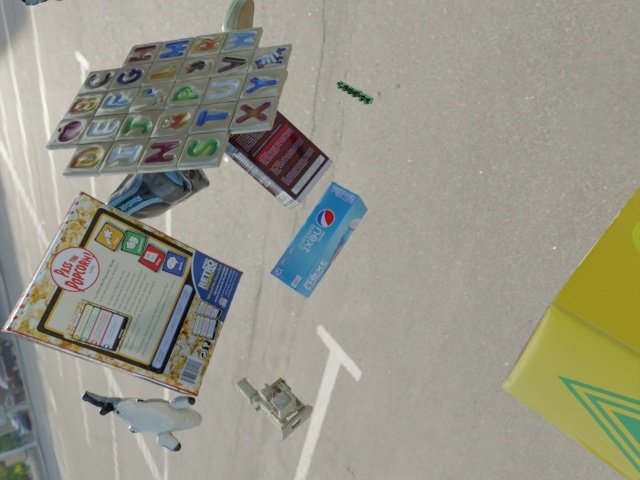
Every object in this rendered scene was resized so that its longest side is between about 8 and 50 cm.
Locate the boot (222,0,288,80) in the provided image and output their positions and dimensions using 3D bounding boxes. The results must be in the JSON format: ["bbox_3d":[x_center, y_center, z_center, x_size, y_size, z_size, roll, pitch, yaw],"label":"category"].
[{"bbox_3d":[-0.145,-0.427,1.155,0.165,0.077,0.213,35,131,18],"label":"boot"}]

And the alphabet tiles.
[{"bbox_3d":[-0.215,-0.204,0.724,0.011,0.342,0.285,67,-154,-52],"label":"alphabet tiles"}]

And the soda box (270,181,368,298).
[{"bbox_3d":[0.000,0.000,0.958,0.067,0.071,0.210,32,85,25],"label":"soda box"}]

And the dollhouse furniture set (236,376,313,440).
[{"bbox_3d":[-0.116,0.358,1.247,0.182,0.101,0.161,37,145,30],"label":"dollhouse furniture set"}]

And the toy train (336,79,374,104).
[{"bbox_3d":[0.065,-0.278,0.957,0.083,0.023,0.017,38,125,25],"label":"toy train"}]

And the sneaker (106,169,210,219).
[{"bbox_3d":[-0.315,-0.120,1.002,0.125,0.139,0.341,56,-175,-10],"label":"sneaker"}]

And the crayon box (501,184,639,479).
[{"bbox_3d":[0.355,0.053,0.332,0.313,0.363,0.106,36,144,25],"label":"crayon box"}]

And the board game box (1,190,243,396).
[{"bbox_3d":[-0.192,0.060,0.530,0.045,0.193,0.147,-15,51,51],"label":"board game box"}]

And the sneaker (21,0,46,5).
[{"bbox_3d":[-0.419,-0.445,0.808,0.089,0.051,0.170,33,92,26],"label":"sneaker"}]

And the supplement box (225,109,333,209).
[{"bbox_3d":[-0.107,-0.193,1.077,0.239,0.130,0.073,42,159,-11],"label":"supplement box"}]

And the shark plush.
[{"bbox_3d":[-0.244,0.242,0.701,0.067,0.161,0.073,171,104,-76],"label":"shark plush"}]
